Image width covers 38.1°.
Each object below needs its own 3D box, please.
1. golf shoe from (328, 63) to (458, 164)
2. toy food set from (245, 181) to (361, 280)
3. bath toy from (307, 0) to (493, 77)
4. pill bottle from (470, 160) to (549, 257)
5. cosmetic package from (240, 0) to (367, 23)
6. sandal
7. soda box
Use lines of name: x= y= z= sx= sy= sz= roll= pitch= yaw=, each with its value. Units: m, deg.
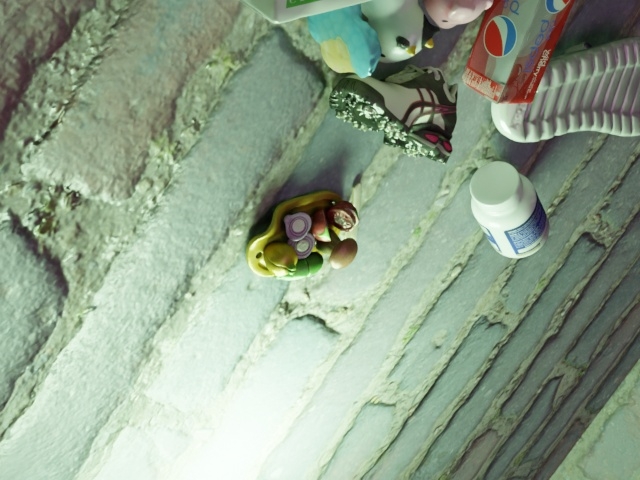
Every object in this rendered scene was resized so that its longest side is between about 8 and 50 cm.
golf shoe: x=0.104 y=-0.193 z=1.260 sx=0.273 sy=0.105 sz=0.120 roll=16 pitch=93 yaw=-59
toy food set: x=0.000 y=0.000 z=1.322 sx=0.217 sy=0.071 sz=0.128 roll=-20 pitch=135 yaw=-36
bath toy: x=0.151 y=-0.320 z=1.151 sx=0.348 sy=0.129 sz=0.151 roll=-32 pitch=141 yaw=-25
pill bottle: x=0.321 y=-0.055 z=1.592 sx=0.112 sy=0.112 sz=0.187 roll=-48 pitch=146 yaw=-3
cosmetic package: x=-0.001 y=-0.417 z=0.872 sx=0.197 sy=0.155 sz=0.366 roll=-23 pitch=138 yaw=-31
sandal: x=0.448 y=-0.262 z=1.567 sx=0.416 sy=0.102 sz=0.169 roll=-8 pitch=113 yaw=-28
soda box: x=0.300 y=-0.332 z=1.342 sx=0.092 sy=0.083 sz=0.263 roll=-10 pitch=129 yaw=-42
